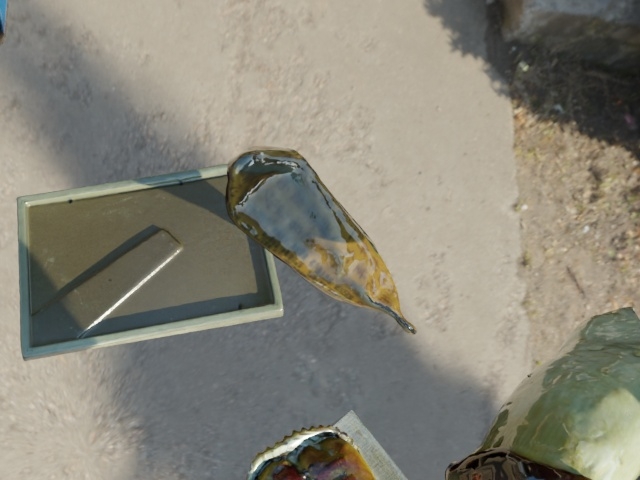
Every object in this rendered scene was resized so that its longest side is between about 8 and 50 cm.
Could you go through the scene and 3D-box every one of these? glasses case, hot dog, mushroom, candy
[{"bbox_3d":[0.078,0.326,1.028,0.047,0.071,0.205,-33,79,-38],"label":"glasses case"},{"bbox_3d":[0.020,0.337,0.850,0.162,0.082,0.271,-20,68,-21],"label":"hot dog"},{"bbox_3d":[0.201,0.117,0.566,0.333,0.107,0.087,-19,107,-52],"label":"mushroom"},{"bbox_3d":[0.000,0.000,0.862,0.101,0.143,0.271,-45,103,1],"label":"candy"}]

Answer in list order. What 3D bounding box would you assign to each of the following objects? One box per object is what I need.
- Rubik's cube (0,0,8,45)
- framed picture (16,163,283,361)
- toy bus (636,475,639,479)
[{"bbox_3d":[-0.466,-0.341,0.777,0.248,0.246,0.250,-3,67,-5],"label":"Rubik's cube"},{"bbox_3d":[-0.225,0.018,1.005,0.324,0.020,0.241,-11,61,-8],"label":"framed picture"},{"bbox_3d":[0.204,0.304,0.590,0.092,0.106,0.268,-9,112,-54],"label":"toy bus"}]
